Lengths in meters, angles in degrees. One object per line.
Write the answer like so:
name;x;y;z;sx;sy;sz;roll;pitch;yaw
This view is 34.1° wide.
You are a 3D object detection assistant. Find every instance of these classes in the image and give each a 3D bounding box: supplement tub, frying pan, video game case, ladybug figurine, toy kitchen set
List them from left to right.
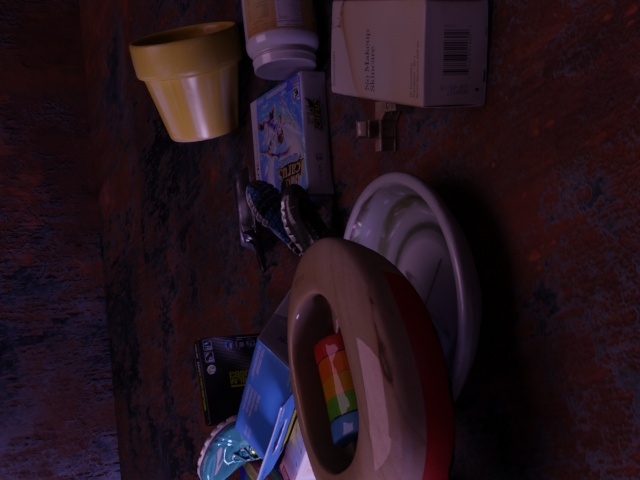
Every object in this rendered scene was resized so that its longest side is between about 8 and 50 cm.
frying pan;-0.154;-0.016;2.274;0.197;0.053;0.326;92;172;-55
supplement tub;-0.079;-0.427;2.035;0.144;0.144;0.200;154;112;-64
video game case;-0.062;-0.191;2.121;0.269;0.061;0.245;163;102;-65
ladybug figurine;0.077;0.208;1.483;0.305;0.161;0.450;134;129;-57
toy kitchen set;0.106;-0.191;1.739;0.075;0.068;0.083;-173;81;-65

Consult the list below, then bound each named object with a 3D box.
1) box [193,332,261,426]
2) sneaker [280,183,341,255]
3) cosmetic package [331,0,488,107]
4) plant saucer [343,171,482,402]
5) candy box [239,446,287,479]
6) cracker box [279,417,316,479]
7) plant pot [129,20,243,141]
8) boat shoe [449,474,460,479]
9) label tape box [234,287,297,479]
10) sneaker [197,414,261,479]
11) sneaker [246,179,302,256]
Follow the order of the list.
box;-0.164;0.294;2.227;0.045;0.190;0.184;130;134;-57
sneaker;0.000;0.000;1.958;0.106;0.078;0.234;-12;97;47
cosmetic package;0.130;-0.296;1.622;0.309;0.113;0.160;-158;65;-63
plant saucer;0.153;0.093;1.620;0.400;0.100;0.401;177;90;-65
candy box;-0.077;0.629;2.143;0.268;0.122;0.317;-144;56;-60
cracker box;0.032;0.342;1.839;0.067;0.155;0.232;61;144;42
plant pot;-0.293;-0.365;2.426;0.254;0.253;0.239;31;136;61
boat shoe;0.207;0.455;1.529;0.302;0.109;0.098;48;133;47
label tape box;-0.065;0.236;1.853;0.348;0.115;0.249;-53;-15;-48
sneaker;-0.134;0.402;2.122;0.110;0.275;0.107;45;173;46
sneaker;-0.084;-0.042;2.082;0.191;0.071;0.083;50;174;-13
